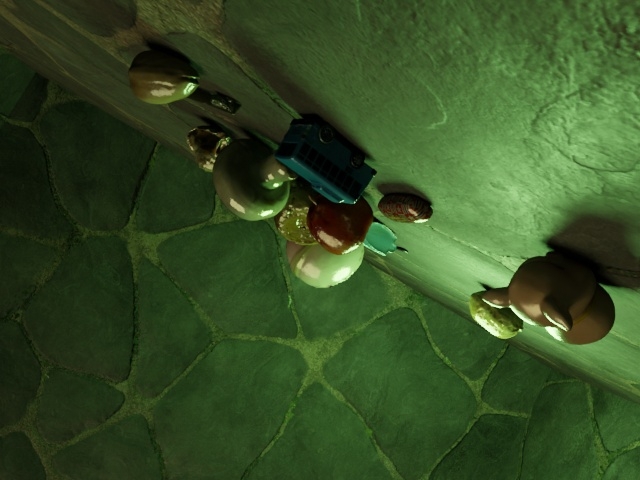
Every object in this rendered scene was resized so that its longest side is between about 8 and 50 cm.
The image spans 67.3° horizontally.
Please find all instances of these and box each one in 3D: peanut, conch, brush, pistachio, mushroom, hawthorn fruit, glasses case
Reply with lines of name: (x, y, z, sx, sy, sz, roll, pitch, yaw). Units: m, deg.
peanut: (0.601, 0.253, 1.646, 0.224, 0.129, 0.129, 31, 176, -11)
conch: (-0.346, -0.295, 1.509, 0.155, 0.130, 0.207, 17, 167, -23)
brush: (-0.261, -0.332, 1.120, 0.190, 0.034, 0.027, 27, 166, 32)
pistachio: (-0.334, -0.343, 1.021, 0.185, 0.109, 0.126, 18, -167, 37)
mushroom: (-0.162, -0.182, 1.313, 0.243, 0.244, 0.243, 29, 176, 2)
hawthorn fruit: (0.038, -0.065, 1.294, 0.200, 0.179, 0.179, 34, 175, -28)
glasses case: (0.184, -0.070, 1.101, 0.073, 0.049, 0.194, 31, 176, -15)

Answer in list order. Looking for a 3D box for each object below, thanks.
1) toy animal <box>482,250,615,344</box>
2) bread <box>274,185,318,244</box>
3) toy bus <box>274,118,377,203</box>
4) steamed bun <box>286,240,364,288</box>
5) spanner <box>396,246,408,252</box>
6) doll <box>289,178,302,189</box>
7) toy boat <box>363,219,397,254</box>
toy animal: (0.448, 0.111, 0.895, 0.247, 0.150, 0.165, 19, 167, -31)
bread: (-0.041, -0.086, 1.572, 0.229, 0.123, 0.230, 5, 141, 4)
toy bus: (0.012, -0.150, 0.939, 0.184, 0.106, 0.090, 32, 173, -32)
steamed bun: (0.000, 0.000, 1.783, 0.309, 0.310, 0.309, 29, 176, 2)
spanner: (0.288, 0.030, 1.887, 0.046, 0.012, 0.208, 31, 175, -20)
doll: (-0.085, -0.175, 1.622, 0.106, 0.062, 0.162, 23, 171, 46)
toy boat: (0.160, -0.024, 1.579, 0.215, 0.088, 0.102, 31, 179, -40)
